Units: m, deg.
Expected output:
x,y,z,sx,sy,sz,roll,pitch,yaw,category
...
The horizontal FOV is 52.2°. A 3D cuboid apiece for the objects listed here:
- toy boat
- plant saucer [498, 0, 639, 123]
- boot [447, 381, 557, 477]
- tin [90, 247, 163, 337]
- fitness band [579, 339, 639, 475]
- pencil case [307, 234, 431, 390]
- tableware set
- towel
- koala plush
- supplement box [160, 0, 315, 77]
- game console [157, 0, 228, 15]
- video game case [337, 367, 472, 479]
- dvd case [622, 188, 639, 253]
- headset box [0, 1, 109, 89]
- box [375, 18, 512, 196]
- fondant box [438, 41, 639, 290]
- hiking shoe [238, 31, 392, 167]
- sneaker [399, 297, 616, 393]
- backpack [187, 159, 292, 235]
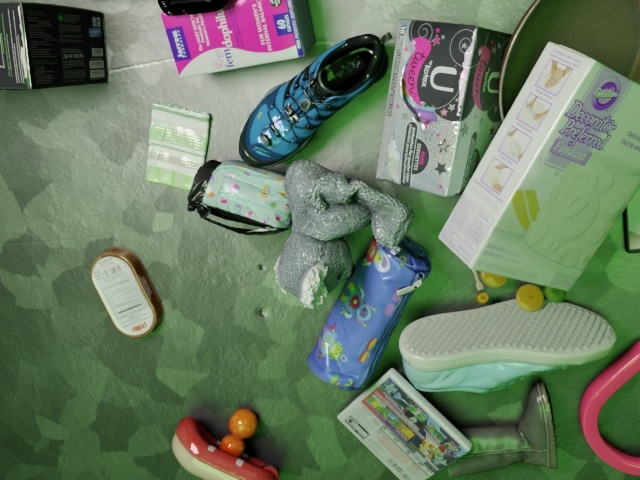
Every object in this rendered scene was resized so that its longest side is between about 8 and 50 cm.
x,y,z,sx,sy,sz,roll,pitch,yaw,category
-0.177,0.410,1.311,0.231,0.151,0.151,24,78,3,toy boat
0.390,-0.267,0.979,0.311,0.050,0.310,-13,126,-18,plant saucer
0.330,0.358,1.225,0.209,0.076,0.189,-5,102,19,boot
-0.390,0.107,1.308,0.106,0.040,0.189,-21,100,20,tin
0.603,0.287,1.159,0.209,0.054,0.291,40,107,1,fitness band
0.090,0.131,1.173,0.119,0.133,0.306,12,114,-35,pencil case
0.347,0.077,1.146,0.154,0.024,0.104,-14,79,1,tableware set
-0.268,-0.172,1.214,0.113,0.023,0.152,14,107,8,towel
0.000,0.000,1.073,0.203,0.196,0.221,24,92,-24,koala plush
-0.133,-0.352,1.084,0.220,0.114,0.111,-6,118,14,supplement box
-0.267,-0.450,1.070,0.361,0.044,0.213,2,61,22,game console
0.154,0.359,1.237,0.201,0.023,0.183,44,127,6,video game case
0.629,-0.078,1.067,0.253,0.022,0.180,-7,103,12,dvd case
-0.553,-0.329,1.111,0.283,0.246,0.131,3,106,11,headset box
0.202,-0.205,1.018,0.142,0.163,0.247,20,110,38,box
0.362,-0.096,0.986,0.238,0.096,0.330,12,114,-32,fondant box
-0.020,-0.237,1.063,0.304,0.132,0.113,-42,91,3,hiking shoe
0.326,0.200,1.166,0.366,0.135,0.150,-3,133,7,sneaker
-0.129,-0.079,1.154,0.182,0.152,0.115,18,105,-1,backpack
